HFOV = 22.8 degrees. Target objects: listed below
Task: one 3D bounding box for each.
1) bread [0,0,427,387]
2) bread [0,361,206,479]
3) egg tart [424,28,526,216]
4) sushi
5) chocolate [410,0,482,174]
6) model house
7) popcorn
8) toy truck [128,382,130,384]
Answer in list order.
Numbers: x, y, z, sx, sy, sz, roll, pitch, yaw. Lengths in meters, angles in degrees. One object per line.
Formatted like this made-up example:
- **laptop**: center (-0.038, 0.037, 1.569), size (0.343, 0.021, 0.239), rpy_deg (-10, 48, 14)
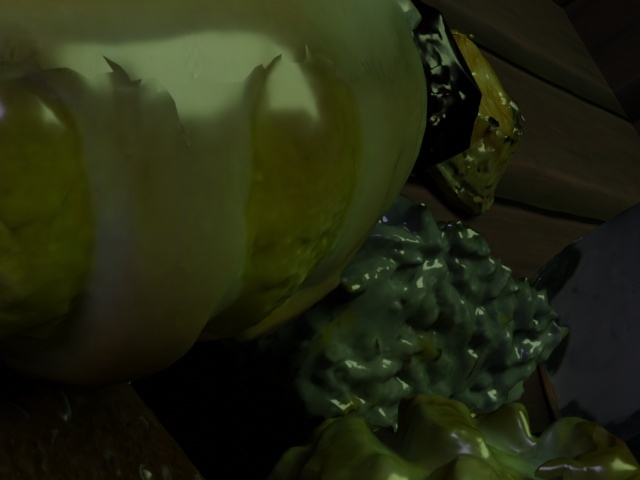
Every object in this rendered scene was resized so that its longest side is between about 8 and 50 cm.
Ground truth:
- **bread**: center (-0.135, -0.065, 0.544), size (0.333, 0.160, 0.333), rpy_deg (12, 25, -6)
- **bread**: center (-0.116, 0.161, 0.405), size (0.165, 0.113, 0.416), rpy_deg (58, 18, -7)
- **egg tart**: center (0.121, -0.128, 1.489), size (0.212, 0.090, 0.212), rpy_deg (44, 26, -29)
- **sushi**: center (0.017, 0.033, 0.834), size (0.274, 0.139, 0.184), rpy_deg (41, -1, -43)
- **chocolate**: center (0.017, -0.098, 1.150), size (0.156, 0.156, 0.133), rpy_deg (56, 38, -3)
- **model house**: center (0.343, 0.149, 1.432), size (0.301, 0.190, 0.271), rpy_deg (47, 20, -30)
- **popcorn**: center (0.057, 0.174, 0.691), size (0.204, 0.183, 0.221), rpy_deg (10, -46, 55)
- **toy truck**: center (-0.122, 0.070, 0.630), size (0.090, 0.056, 0.073), rpy_deg (18, 52, -42)
